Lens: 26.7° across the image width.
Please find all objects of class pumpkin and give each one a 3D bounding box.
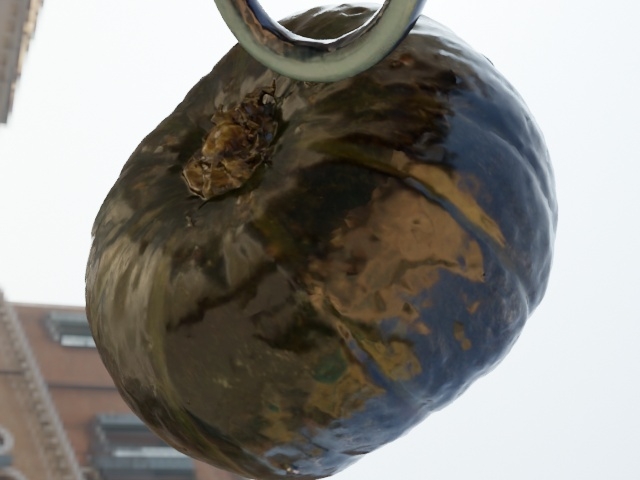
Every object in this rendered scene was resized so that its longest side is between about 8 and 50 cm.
[{"bbox_3d":[0.000,0.000,0.597,0.223,0.157,0.224,-27,-145,20],"label":"pumpkin"}]

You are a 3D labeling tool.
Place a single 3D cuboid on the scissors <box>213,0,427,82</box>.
[{"bbox_3d":[0.033,-0.224,0.375,0.029,0.255,0.384,-60,139,-50],"label":"scissors"}]
